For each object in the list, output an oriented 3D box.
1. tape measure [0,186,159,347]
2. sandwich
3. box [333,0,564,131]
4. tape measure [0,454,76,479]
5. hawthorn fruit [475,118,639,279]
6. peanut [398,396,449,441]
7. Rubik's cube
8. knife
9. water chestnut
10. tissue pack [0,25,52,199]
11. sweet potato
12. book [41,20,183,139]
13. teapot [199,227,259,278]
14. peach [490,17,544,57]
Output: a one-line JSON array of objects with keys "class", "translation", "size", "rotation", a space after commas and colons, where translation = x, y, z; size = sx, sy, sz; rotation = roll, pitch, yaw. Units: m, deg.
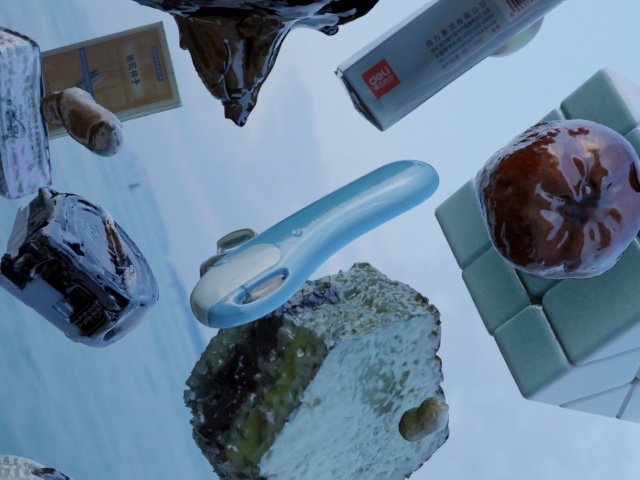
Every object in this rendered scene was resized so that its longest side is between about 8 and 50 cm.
[{"class": "tape measure", "translation": [-0.268, 0.034, 1.319], "size": [0.181, 0.107, 0.182], "rotation": [47, 12, -22]}, {"class": "sandwich", "translation": [-0.001, 0.167, 1.214], "size": [0.131, 0.262, 0.325], "rotation": [41, -21, 34]}, {"class": "box", "translation": [0.140, -0.222, 1.234], "size": [0.079, 0.269, 0.135], "rotation": [54, 4, -9]}, {"class": "tape measure", "translation": [-0.308, 0.340, 1.096], "size": [0.133, 0.231, 0.271], "rotation": [-168, -109, -74]}, {"class": "hawthorn fruit", "translation": [0.238, -0.038, 1.188], "size": [0.179, 0.173, 0.174], "rotation": [-17, -88, 56]}, {"class": "peanut", "translation": [0.103, 0.177, 1.172], "size": [0.083, 0.037, 0.037], "rotation": [-50, -125, 50]}, {"class": "Rubik's cube", "translation": [0.401, 0.020, 1.562], "size": [0.318, 0.322, 0.316], "rotation": [17, 40, -46]}, {"class": "knife", "translation": [0.000, 0.000, 0.832], "size": [0.064, 0.222, 0.031], "rotation": [30, -40, 39]}, {"class": "water chestnut", "translation": [-0.064, -0.282, 1.092], "size": [0.335, 0.335, 0.347], "rotation": [-128, -146, -69]}, {"class": "tissue pack", "translation": [-0.583, -0.234, 1.899], "size": [0.361, 0.122, 0.259], "rotation": [22, -54, 36]}, {"class": "sweet potato", "translation": [-0.302, -0.155, 1.553], "size": [0.281, 0.059, 0.067], "rotation": [30, -53, 54]}, {"class": "book", "translation": [-0.367, -0.272, 2.004], "size": [0.018, 0.241, 0.170], "rotation": [76, -1, -70]}, {"class": "teapot", "translation": [-0.124, 0.039, 1.742], "size": [0.092, 0.090, 0.124], "rotation": [13, 53, -64]}, {"class": "peach", "translation": [0.282, -0.429, 2.004], "size": [0.232, 0.232, 0.233], "rotation": [162, -90, -83]}]
